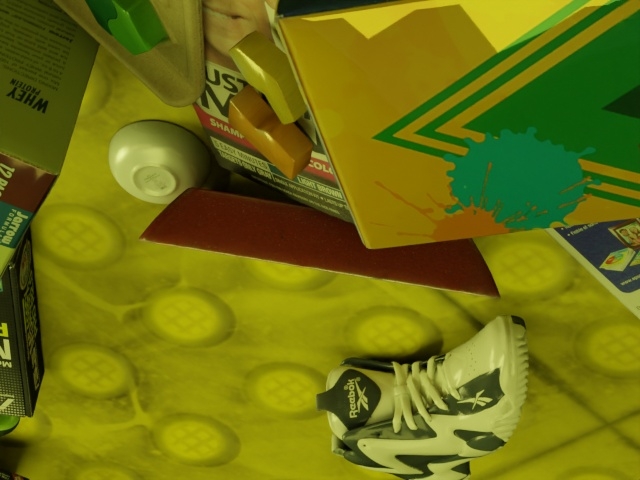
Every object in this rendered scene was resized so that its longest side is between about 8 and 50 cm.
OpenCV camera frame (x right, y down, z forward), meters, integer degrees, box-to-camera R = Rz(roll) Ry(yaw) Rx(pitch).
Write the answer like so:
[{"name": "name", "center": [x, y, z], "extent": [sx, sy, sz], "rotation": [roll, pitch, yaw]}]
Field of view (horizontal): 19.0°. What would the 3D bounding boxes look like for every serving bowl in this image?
[{"name": "serving bowl", "center": [-0.130, -0.057, 1.525], "extent": [0.083, 0.027, 0.083], "rotation": [5, 139, 4]}]

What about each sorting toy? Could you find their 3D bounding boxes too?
[{"name": "sorting toy", "center": [-0.124, -0.170, 1.234], "extent": [0.307, 0.041, 0.229], "rotation": [43, 159, 13]}]

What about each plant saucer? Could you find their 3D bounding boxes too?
[{"name": "plant saucer", "center": [0.000, 0.000, 1.458], "extent": [0.258, 0.047, 0.259], "rotation": [9, 180, -1]}]

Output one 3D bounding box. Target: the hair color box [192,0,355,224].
[{"name": "hair color box", "center": [-0.033, -0.177, 1.264], "extent": [0.174, 0.105, 0.347], "rotation": [23, 149, 38]}]

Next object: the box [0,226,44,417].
[{"name": "box", "center": [-0.383, 0.054, 1.667], "extent": [0.270, 0.060, 0.216], "rotation": [8, 137, 2]}]

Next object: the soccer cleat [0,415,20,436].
[{"name": "soccer cleat", "center": [-0.362, 0.154, 1.782], "extent": [0.179, 0.060, 0.072], "rotation": [10, 149, 9]}]

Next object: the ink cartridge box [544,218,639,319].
[{"name": "ink cartridge box", "center": [0.233, -0.057, 1.434], "extent": [0.165, 0.065, 0.333], "rotation": [-26, 129, 33]}]

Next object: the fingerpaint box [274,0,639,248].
[{"name": "fingerpaint box", "center": [0.198, -0.225, 0.974], "extent": [0.371, 0.445, 0.163], "rotation": [-6, 134, 17]}]

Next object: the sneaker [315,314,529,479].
[{"name": "sneaker", "center": [0.079, 0.135, 1.647], "extent": [0.153, 0.094, 0.235], "rotation": [10, 149, -13]}]

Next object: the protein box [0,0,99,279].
[{"name": "protein box", "center": [-0.277, -0.114, 1.359], "extent": [0.200, 0.201, 0.136], "rotation": [23, 136, -14]}]

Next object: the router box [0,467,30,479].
[{"name": "router box", "center": [-0.348, 0.226, 1.836], "extent": [0.122, 0.038, 0.092], "rotation": [24, 165, -16]}]
